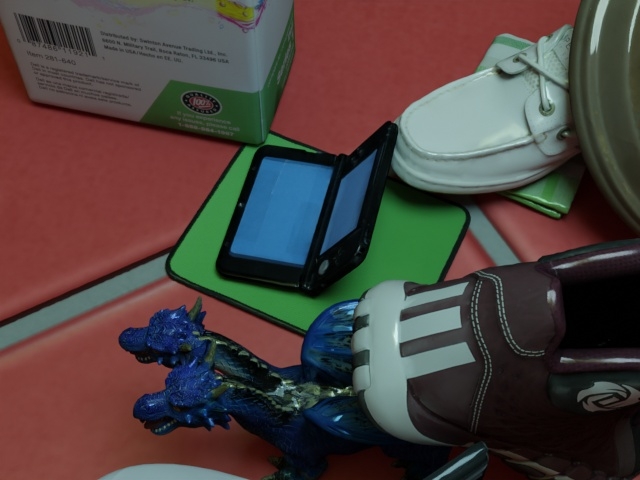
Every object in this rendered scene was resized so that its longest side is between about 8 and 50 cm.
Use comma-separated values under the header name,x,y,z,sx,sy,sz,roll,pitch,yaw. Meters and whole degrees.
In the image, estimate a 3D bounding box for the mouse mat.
name,x,y,z,sx,sy,sz,roll,pitch,yaw
mouse mat,0.000,0.000,0.675,0.190,0.007,0.152,22,60,14

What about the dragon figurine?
name,x,y,z,sx,sy,sz,roll,pitch,yaw
dragon figurine,0.031,0.090,0.537,0.289,0.144,0.085,-1,58,-2

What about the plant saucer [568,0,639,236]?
name,x,y,z,sx,sy,sz,roll,pitch,yaw
plant saucer,0.302,-0.116,0.636,0.278,0.041,0.278,-1,95,-18

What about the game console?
name,x,y,z,sx,sy,sz,roll,pitch,yaw
game console,-0.009,-0.030,0.650,0.071,0.107,0.122,27,58,-17

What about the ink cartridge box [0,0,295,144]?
name,x,y,z,sx,sy,sz,roll,pitch,yaw
ink cartridge box,-0.127,-0.213,0.643,0.201,0.278,0.117,12,57,7

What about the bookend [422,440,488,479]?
name,x,y,z,sx,sy,sz,roll,pitch,yaw
bookend,0.089,0.206,0.458,0.072,0.157,0.156,-29,62,-17

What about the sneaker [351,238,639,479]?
name,x,y,z,sx,sy,sz,roll,pitch,yaw
sneaker,0.163,0.070,0.473,0.281,0.162,0.106,14,64,-41

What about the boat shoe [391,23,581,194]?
name,x,y,z,sx,sy,sz,roll,pitch,yaw
boat shoe,0.179,-0.115,0.671,0.277,0.096,0.098,-18,62,-11

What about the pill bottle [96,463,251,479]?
name,x,y,z,sx,sy,sz,roll,pitch,yaw
pill bottle,-0.073,0.250,0.362,0.160,0.160,0.283,25,96,14

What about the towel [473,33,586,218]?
name,x,y,z,sx,sy,sz,roll,pitch,yaw
towel,0.166,-0.094,0.731,0.113,0.023,0.152,21,62,15
